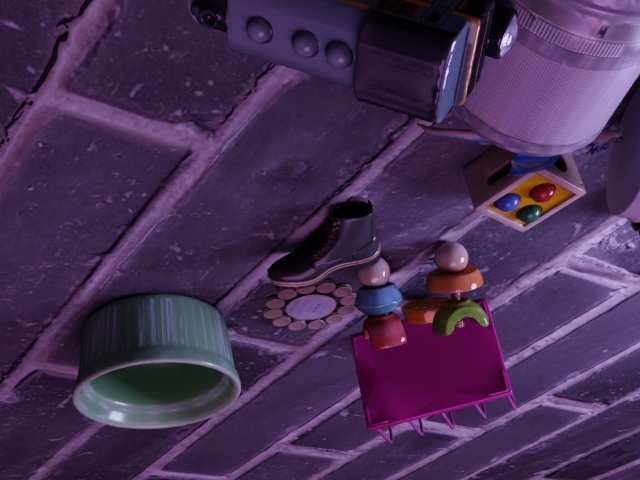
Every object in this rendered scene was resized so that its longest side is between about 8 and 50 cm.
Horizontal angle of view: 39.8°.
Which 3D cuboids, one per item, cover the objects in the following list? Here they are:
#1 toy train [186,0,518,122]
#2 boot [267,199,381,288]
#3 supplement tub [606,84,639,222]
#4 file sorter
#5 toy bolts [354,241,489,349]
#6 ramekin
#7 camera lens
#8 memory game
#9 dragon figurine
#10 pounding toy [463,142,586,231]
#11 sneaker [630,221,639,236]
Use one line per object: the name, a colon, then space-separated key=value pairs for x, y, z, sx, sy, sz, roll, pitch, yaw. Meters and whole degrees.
toy train: x=0.028 y=-0.237 z=0.906 sx=0.334 sy=0.190 sz=0.142 roll=21 pitch=135 yaw=15
boot: x=0.000 y=0.000 z=1.467 sx=0.198 sy=0.077 sz=0.137 roll=-20 pitch=143 yaw=-8
supplement tub: x=0.602 y=-0.098 z=1.248 sx=0.331 sy=0.241 sz=0.241 roll=12 pitch=145 yaw=1
file sorter: x=0.240 y=0.281 z=1.829 sx=0.291 sy=0.202 sz=0.182 roll=-17 pitch=149 yaw=12
toy bolts: x=0.164 y=0.087 z=1.619 sx=0.229 sy=0.158 sz=0.218 roll=-12 pitch=-171 yaw=-13
ramekin: x=-0.306 y=0.226 z=1.653 sx=0.303 sy=0.148 sz=0.303 roll=-6 pitch=147 yaw=-4
camera lens: x=0.269 y=-0.248 z=1.007 sx=0.219 sy=0.219 sz=0.274 roll=0 pitch=146 yaw=-13
memory game: x=-0.019 y=0.125 z=1.695 sx=0.186 sy=0.012 sz=0.186 roll=-6 pitch=148 yaw=-4
dragon figurine: x=0.289 y=-0.148 z=1.225 sx=0.289 sy=0.085 sz=0.144 roll=-17 pitch=153 yaw=5
pounding toy: x=0.306 y=-0.112 z=1.338 sx=0.206 sy=0.094 sz=0.181 roll=20 pitch=137 yaw=-38
sneaker: x=0.605 y=-0.084 z=1.457 sx=0.151 sy=0.094 sz=0.256 roll=-1 pitch=145 yaw=-7
